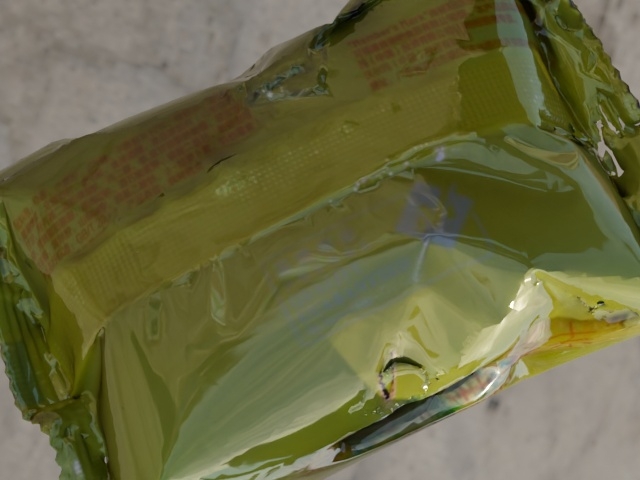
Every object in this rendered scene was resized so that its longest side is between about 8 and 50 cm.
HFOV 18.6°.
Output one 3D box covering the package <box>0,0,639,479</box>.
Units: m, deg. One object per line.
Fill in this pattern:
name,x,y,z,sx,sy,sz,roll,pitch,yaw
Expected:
package,0.000,0.000,0.584,0.226,0.168,0.090,-26,155,0
